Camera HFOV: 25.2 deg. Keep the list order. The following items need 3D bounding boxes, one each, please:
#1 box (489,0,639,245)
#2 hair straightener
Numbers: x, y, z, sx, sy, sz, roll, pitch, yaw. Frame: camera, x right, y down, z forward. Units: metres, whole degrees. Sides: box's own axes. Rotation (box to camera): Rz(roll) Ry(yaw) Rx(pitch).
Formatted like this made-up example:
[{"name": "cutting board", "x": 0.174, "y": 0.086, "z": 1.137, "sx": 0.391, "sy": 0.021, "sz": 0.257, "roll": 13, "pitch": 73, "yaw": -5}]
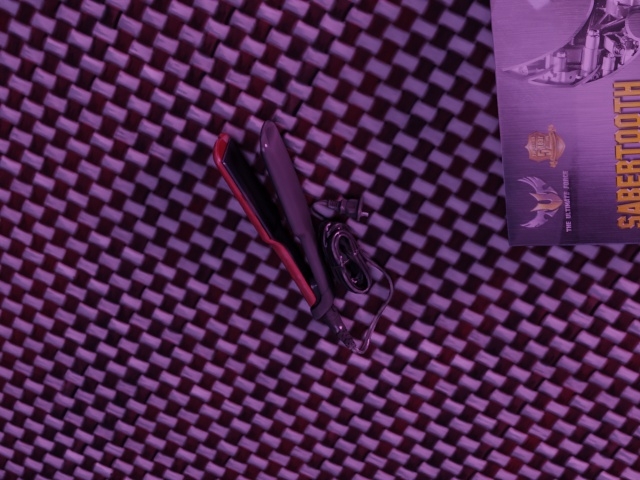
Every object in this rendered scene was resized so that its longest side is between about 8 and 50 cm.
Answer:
[{"name": "box", "x": 0.222, "y": -0.107, "z": 1.054, "sx": 0.183, "sy": 0.056, "sz": 0.231, "roll": -1, "pitch": 122, "yaw": 11}, {"name": "hair straightener", "x": 0.000, "y": 0.000, "z": 1.171, "sx": 0.089, "sy": 0.047, "sz": 0.230, "roll": -17, "pitch": 118, "yaw": 21}]
